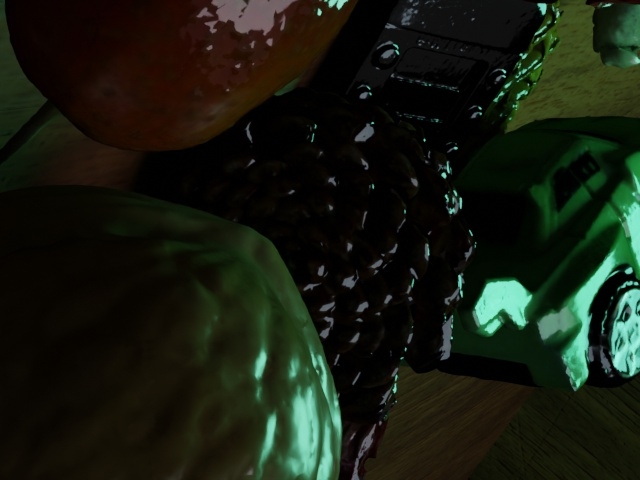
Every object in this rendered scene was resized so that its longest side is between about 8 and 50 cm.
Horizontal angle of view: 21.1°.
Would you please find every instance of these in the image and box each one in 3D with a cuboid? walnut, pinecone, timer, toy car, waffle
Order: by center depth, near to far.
[{"bbox_3d":[-0.138,0.122,0.865,0.333,0.333,0.333,-46,164,-17],"label":"walnut"},{"bbox_3d":[0.000,0.000,1.127,0.221,0.221,0.221,-46,164,-17],"label":"pinecone"},{"bbox_3d":[0.066,-0.122,1.258,0.144,0.055,0.187,6,127,-41],"label":"timer"},{"bbox_3d":[0.173,0.000,1.391,0.359,0.213,0.176,-48,128,-35],"label":"toy car"},{"bbox_3d":[0.106,-0.099,1.458,0.293,0.069,0.260,-59,165,17],"label":"waffle"}]

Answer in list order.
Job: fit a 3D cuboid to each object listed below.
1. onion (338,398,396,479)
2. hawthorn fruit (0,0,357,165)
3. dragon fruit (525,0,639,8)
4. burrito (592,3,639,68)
[{"bbox_3d":[-0.036,0.173,1.482,0.283,0.120,0.227,128,-31,-46],"label":"onion"},{"bbox_3d":[-0.106,-0.089,0.790,0.285,0.165,0.165,-40,171,29],"label":"hawthorn fruit"},{"bbox_3d":[0.201,-0.242,1.038,0.302,0.330,0.240,-45,142,-12],"label":"dragon fruit"},{"bbox_3d":[0.343,-0.320,1.516,0.175,0.107,0.348,-47,163,-38],"label":"burrito"}]
